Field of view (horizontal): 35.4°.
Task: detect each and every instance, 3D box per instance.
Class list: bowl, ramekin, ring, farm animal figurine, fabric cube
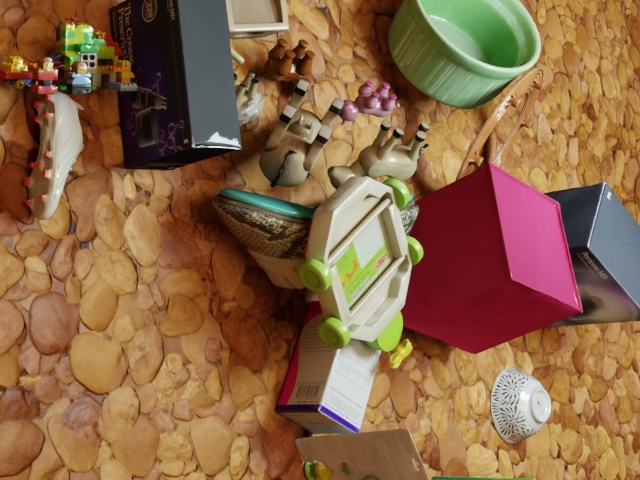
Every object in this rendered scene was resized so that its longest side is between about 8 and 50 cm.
[{"bbox_3d":[0.458,0.366,2.226,0.170,0.080,0.170,10,76,-44],"label":"bowl"},{"bbox_3d":[0.286,-0.416,2.065,0.303,0.148,0.303,16,50,-21],"label":"ramekin"},{"bbox_3d":[0.383,-0.212,2.121,0.336,0.032,0.337,-49,162,-23],"label":"ring"},{"bbox_3d":[-0.008,-0.180,1.749,0.330,0.172,0.327,38,38,10],"label":"farm animal figurine"},{"bbox_3d":[0.320,0.043,1.973,0.259,0.258,0.254,24,50,-41],"label":"fabric cube"}]

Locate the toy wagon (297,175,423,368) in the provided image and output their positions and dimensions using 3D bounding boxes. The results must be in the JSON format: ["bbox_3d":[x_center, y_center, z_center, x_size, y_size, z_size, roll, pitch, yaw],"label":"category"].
[{"bbox_3d":[0.079,0.068,1.706,0.267,0.068,0.344,-45,130,-39],"label":"toy wagon"}]

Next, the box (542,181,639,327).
[{"bbox_3d":[0.553,0.042,2.227,0.296,0.294,0.183,42,55,-32],"label":"box"}]

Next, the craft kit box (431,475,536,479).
[{"bbox_3d":[0.276,0.563,1.883,0.061,0.246,0.250,50,50,-29],"label":"craft kit box"}]

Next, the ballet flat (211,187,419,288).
[{"bbox_3d":[0.000,0.000,1.783,0.482,0.164,0.182,-4,110,-48],"label":"ballet flat"}]

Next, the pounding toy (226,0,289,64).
[{"bbox_3d":[-0.166,-0.385,1.714,0.206,0.094,0.181,-11,96,-37],"label":"pounding toy"}]

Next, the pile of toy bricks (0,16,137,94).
[{"bbox_3d":[-0.356,-0.272,1.460,0.212,0.118,0.105,-11,110,-47],"label":"pile of toy bricks"}]

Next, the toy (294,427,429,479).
[{"bbox_3d":[0.081,0.380,1.726,0.056,0.237,0.137,-42,113,-55],"label":"toy"}]

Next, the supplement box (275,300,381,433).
[{"bbox_3d":[0.023,0.222,1.779,0.114,0.111,0.220,37,58,-36],"label":"supplement box"}]

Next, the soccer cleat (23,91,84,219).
[{"bbox_3d":[-0.380,-0.122,1.460,0.076,0.068,0.196,18,67,-46],"label":"soccer cleat"}]

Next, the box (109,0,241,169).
[{"bbox_3d":[-0.227,-0.253,1.553,0.103,0.184,0.261,-2,84,-47],"label":"box"}]
